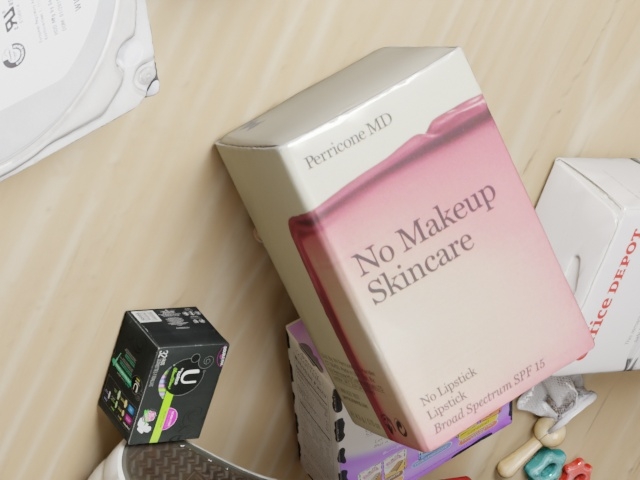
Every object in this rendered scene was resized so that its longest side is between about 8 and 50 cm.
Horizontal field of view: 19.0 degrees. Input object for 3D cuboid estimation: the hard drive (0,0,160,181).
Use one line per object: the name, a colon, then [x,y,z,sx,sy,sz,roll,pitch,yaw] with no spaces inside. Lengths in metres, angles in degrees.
hard drive: [-0.251,-0.110,1.051,0.339,0.064,0.237,-30,136,-26]

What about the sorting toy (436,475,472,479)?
sorting toy: [0.048,0.321,1.634,0.257,0.089,0.255,-3,124,-37]

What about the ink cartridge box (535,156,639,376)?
ink cartridge box: [0.266,0.019,1.563,0.219,0.092,0.160,0,121,-38]

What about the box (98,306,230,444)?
box: [-0.112,0.096,1.360,0.062,0.052,0.083,-2,122,-36]

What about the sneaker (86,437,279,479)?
sneaker: [-0.053,0.242,1.437,0.290,0.106,0.123,32,131,-16]

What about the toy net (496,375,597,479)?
toy net: [0.212,0.197,1.696,0.122,0.045,0.232,-10,127,-32]

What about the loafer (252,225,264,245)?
loafer: [0.000,0.000,1.388,0.125,0.039,0.045,16,82,-54]

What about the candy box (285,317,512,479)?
candy box: [0.064,0.104,1.467,0.165,0.070,0.196,-28,145,-17]

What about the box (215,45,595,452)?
box: [0.058,0.002,1.291,0.149,0.127,0.232,-31,106,-17]
